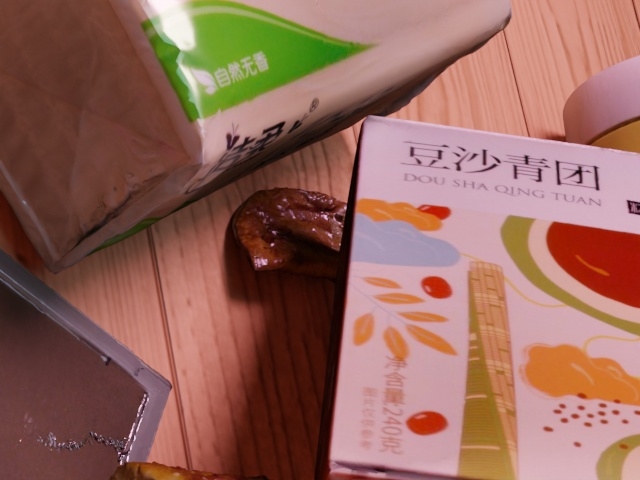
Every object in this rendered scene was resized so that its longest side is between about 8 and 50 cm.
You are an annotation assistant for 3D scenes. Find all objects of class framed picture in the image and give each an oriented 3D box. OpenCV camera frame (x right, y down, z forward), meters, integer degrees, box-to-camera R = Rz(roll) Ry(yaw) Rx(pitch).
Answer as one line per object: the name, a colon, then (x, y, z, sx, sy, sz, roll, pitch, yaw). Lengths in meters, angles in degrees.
framed picture: (-0.210, 0.138, 1.135, 0.231, 0.018, 0.293, 41, 44, -26)

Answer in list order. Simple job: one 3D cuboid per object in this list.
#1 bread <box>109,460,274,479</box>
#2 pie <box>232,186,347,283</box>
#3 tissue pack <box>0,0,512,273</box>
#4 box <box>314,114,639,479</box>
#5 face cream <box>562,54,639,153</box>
bread: (-0.052, 0.206, 1.190, 0.172, 0.103, 0.132, 16, 32, -50)
pie: (-0.002, -0.002, 1.440, 0.191, 0.033, 0.088, 6, 50, -46)
tissue pack: (-0.089, -0.208, 1.316, 0.405, 0.205, 0.331, -30, 89, -53)
box: (0.178, 0.089, 1.240, 0.345, 0.122, 0.385, 8, 36, -1)
face cream: (0.337, -0.048, 1.703, 0.218, 0.218, 0.179, 16, 59, -44)
